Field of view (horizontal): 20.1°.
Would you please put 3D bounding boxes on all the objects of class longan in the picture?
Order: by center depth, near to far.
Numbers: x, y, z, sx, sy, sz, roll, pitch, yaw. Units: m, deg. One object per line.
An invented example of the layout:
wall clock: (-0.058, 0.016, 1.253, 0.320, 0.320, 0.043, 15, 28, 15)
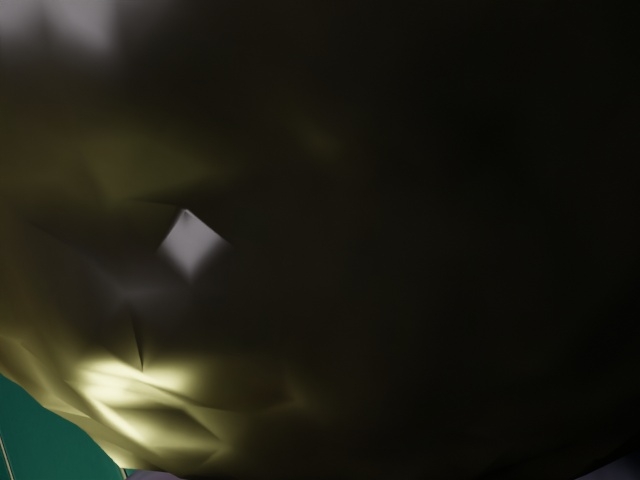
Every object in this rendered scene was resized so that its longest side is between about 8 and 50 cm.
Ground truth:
longan: (0.040, -0.128, 0.593, 0.436, 0.404, 0.404, -72, -4, -55)

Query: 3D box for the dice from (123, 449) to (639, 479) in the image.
dice: (0.038, 0.240, 0.686, 0.270, 0.271, 0.270, 82, -174, -47)
